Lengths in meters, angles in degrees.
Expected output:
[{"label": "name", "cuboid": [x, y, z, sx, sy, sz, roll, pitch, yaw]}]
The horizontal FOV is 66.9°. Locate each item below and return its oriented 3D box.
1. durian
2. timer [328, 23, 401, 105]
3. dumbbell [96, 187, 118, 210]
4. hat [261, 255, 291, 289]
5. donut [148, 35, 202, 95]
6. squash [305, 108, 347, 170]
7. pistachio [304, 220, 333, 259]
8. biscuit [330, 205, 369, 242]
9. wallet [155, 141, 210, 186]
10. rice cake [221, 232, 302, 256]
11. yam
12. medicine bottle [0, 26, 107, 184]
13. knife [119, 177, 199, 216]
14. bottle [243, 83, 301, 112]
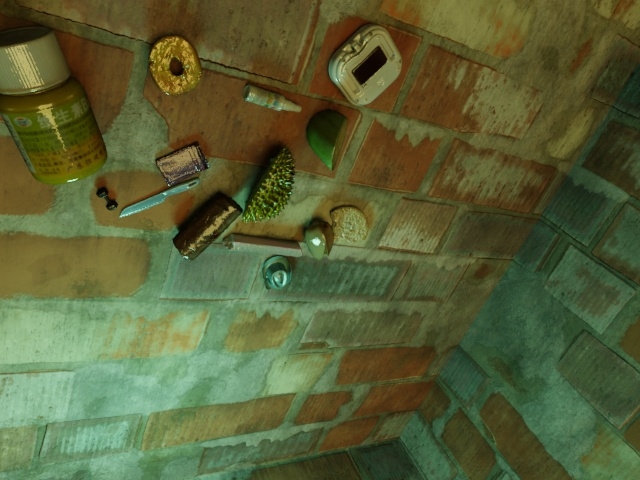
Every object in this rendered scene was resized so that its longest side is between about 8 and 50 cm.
[{"label": "durian", "cuboid": [-0.207, -0.197, 1.836, 0.158, 0.169, 0.352, 11, 121, -48]}, {"label": "timer", "cuboid": [0.170, -0.637, 1.779, 0.262, 0.087, 0.237, -43, 133, 5]}, {"label": "dumbbell", "cuboid": [-0.734, -0.142, 1.668, 0.040, 0.036, 0.083, -30, 133, -9]}, {"label": "hat", "cuboid": [-0.191, 0.164, 2.185, 0.138, 0.078, 0.191, -19, 131, -19]}, {"label": "donut", "cuboid": [-0.456, -0.547, 1.504, 0.162, 0.065, 0.178, -20, 131, -22]}, {"label": "squash", "cuboid": [0.066, -0.365, 1.808, 0.189, 0.260, 0.189, -14, 127, -20]}, {"label": "pistachio", "cuboid": [0.000, 0.000, 2.138, 0.129, 0.131, 0.206, -18, 136, -7]}, {"label": "biscuit", "cuboid": [0.126, -0.064, 2.222, 0.188, 0.040, 0.265, -43, 132, 5]}, {"label": "wallet", "cuboid": [-0.487, -0.269, 1.717, 0.166, 0.030, 0.111, -27, 134, -9]}, {"label": "rice cake", "cuboid": [-0.237, 0.020, 2.060, 0.365, 0.072, 0.056, 8, 121, -32]}, {"label": "yam", "cuboid": [-0.434, -0.057, 1.849, 0.280, 0.131, 0.131, -44, 133, 4]}, {"label": "medicine bottle", "cuboid": [-0.764, -0.370, 1.350, 0.224, 0.224, 0.384, -19, 130, -16]}, {"label": "knife", "cuboid": [-0.583, -0.156, 1.762, 0.313, 0.019, 0.044, -24, 135, -9]}, {"label": "bottle", "cuboid": [-0.165, -0.493, 1.713, 0.217, 0.060, 0.060, 10, 118, -33]}]
